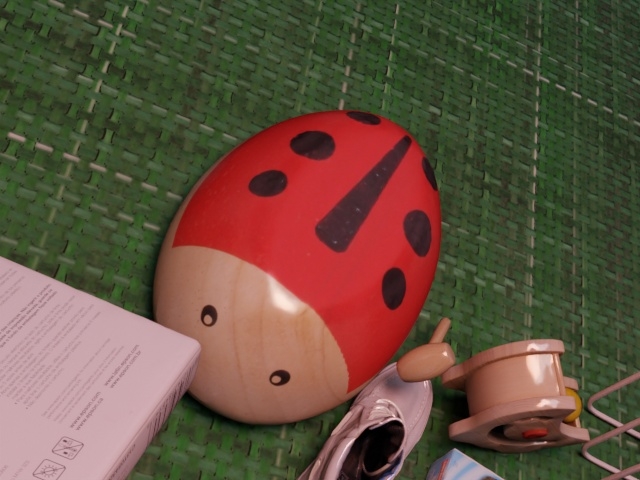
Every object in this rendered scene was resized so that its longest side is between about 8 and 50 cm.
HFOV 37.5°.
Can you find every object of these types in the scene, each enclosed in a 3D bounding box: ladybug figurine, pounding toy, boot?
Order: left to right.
[{"bbox_3d":[0.000,0.000,1.070,0.305,0.162,0.449,37,53,-5],"label":"ladybug figurine"},{"bbox_3d":[0.068,0.213,1.016,0.095,0.123,0.258,43,53,-2],"label":"boot"},{"bbox_3d":[0.219,0.144,1.074,0.269,0.154,0.155,25,51,-47],"label":"pounding toy"}]

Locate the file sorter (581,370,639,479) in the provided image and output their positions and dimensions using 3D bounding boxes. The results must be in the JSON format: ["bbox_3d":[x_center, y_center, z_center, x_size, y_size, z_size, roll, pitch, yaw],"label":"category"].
[{"bbox_3d":[0.408,0.314,1.104,0.173,0.193,0.278,27,55,-10],"label":"file sorter"}]

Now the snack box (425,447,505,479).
[{"bbox_3d":[0.159,0.402,0.986,0.187,0.060,0.322,33,49,-5],"label":"snack box"}]

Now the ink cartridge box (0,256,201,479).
[{"bbox_3d":[-0.317,0.137,0.808,0.330,0.072,0.324,21,35,9],"label":"ink cartridge box"}]
